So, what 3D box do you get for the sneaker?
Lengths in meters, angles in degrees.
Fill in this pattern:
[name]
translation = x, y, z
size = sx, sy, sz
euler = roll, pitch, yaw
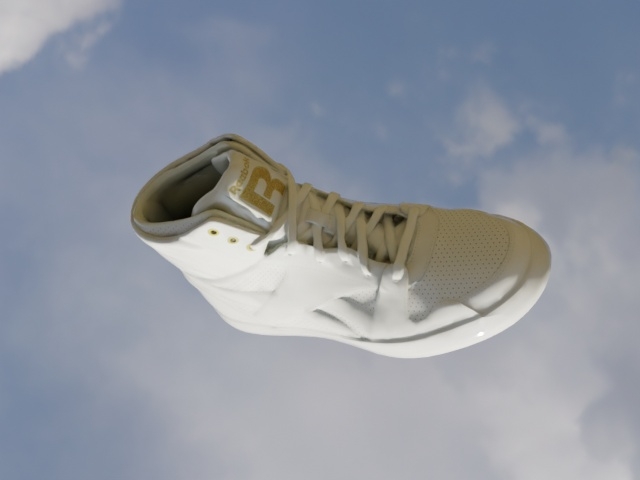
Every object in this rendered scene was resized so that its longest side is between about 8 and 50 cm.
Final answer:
[sneaker]
translation = 0.000, 0.000, 1.047
size = 0.169, 0.292, 0.108
euler = 44, -128, -45
